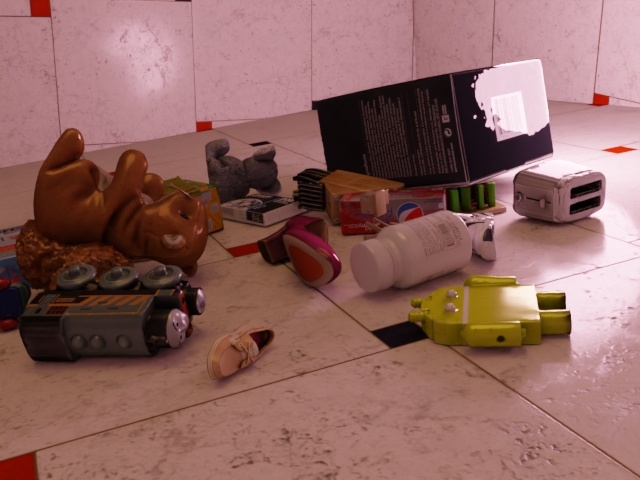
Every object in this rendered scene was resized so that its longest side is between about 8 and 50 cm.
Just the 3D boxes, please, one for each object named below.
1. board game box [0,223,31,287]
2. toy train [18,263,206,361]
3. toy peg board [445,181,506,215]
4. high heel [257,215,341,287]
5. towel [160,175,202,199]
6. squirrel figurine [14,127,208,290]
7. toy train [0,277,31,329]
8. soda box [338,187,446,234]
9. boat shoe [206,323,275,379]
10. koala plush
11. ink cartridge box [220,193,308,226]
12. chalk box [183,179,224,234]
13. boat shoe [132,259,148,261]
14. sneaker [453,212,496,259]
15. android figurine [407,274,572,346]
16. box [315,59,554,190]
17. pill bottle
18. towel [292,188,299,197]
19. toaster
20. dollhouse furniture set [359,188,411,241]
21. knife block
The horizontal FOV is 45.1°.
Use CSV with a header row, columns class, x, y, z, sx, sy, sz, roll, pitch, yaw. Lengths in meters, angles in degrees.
class,x,y,z,sx,sy,sz,roll,pitch,yaw
board game box,-0.758,0.039,1.929,0.308,0.086,0.302,-14,19,-23
toy train,-0.383,0.139,1.422,0.334,0.142,0.190,-1,30,12
toy peg board,0.376,-0.115,2.022,0.161,0.079,0.160,-11,18,-15
high heel,0.000,0.000,1.694,0.181,0.127,0.377,-25,20,-20
towel,-0.389,-0.136,2.020,0.102,0.021,0.237,-13,18,-21
squirrel figurine,-0.455,-0.002,1.717,0.371,0.281,0.396,24,65,7
toy train,-0.739,0.136,1.610,0.248,0.105,0.143,-8,7,-5
soda box,0.182,-0.073,1.933,0.264,0.092,0.083,-2,19,12
boat shoe,-0.130,0.181,1.292,0.059,0.062,0.170,-5,16,24
koala plush,-0.230,-0.200,2.361,0.221,0.196,0.203,-8,29,-5
ink cartridge box,-0.151,-0.097,2.212,0.206,0.045,0.208,11,23,44
chalk box,-0.386,-0.089,2.121,0.132,0.132,0.213,-22,24,-39
boat shoe,-0.478,0.032,1.925,0.142,0.040,0.049,-7,18,-4
sneaker,0.304,-0.009,1.690,0.153,0.094,0.235,-4,17,12
android figurine,0.290,0.123,1.343,0.273,0.056,0.248,0,19,14
box,0.332,-0.321,2.214,0.472,0.297,0.480,-3,12,44
pill bottle,0.181,0.026,1.559,0.229,0.131,0.131,-16,20,-29
towel,-0.007,-0.155,2.370,0.110,0.027,0.148,7,23,39
toaster,0.591,-0.120,1.886,0.227,0.129,0.146,-14,23,-30
dollhouse furniture set,0.189,-0.054,1.756,0.101,0.160,0.182,9,24,39
knife block,0.068,-0.139,2.113,0.276,0.088,0.242,-8,29,-10
